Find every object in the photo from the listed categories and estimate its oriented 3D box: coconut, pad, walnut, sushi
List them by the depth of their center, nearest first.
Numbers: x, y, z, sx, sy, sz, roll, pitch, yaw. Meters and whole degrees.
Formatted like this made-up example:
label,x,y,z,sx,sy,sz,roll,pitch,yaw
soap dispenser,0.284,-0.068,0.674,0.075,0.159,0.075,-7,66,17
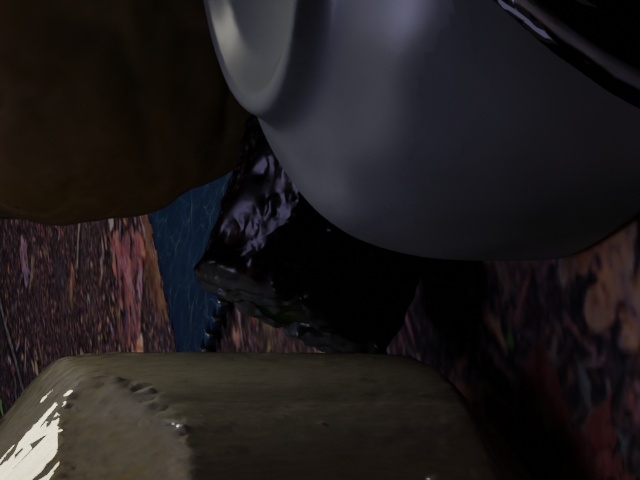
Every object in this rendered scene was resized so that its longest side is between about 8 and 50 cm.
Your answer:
label,x,y,z,sx,sy,sz,roll,pitch,yaw
coconut,-0.043,0.159,0.733,0.237,0.266,0.237,-176,90,-71
sushi,0.000,0.000,0.808,0.084,0.094,0.098,-69,12,-9
walnut,-0.118,-0.167,0.857,0.252,0.277,0.313,38,144,51
pad,-0.084,-0.078,1.221,0.269,0.012,0.269,111,149,-56

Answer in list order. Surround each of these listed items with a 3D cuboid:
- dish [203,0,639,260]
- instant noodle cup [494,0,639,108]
label,x,y,z,sx,sy,sz,roll,pitch,yaw
dish,0.028,-0.111,0.669,0.256,0.117,0.256,175,90,-72
instant noodle cup,0.105,-0.108,0.401,0.122,0.151,0.151,-62,35,41
